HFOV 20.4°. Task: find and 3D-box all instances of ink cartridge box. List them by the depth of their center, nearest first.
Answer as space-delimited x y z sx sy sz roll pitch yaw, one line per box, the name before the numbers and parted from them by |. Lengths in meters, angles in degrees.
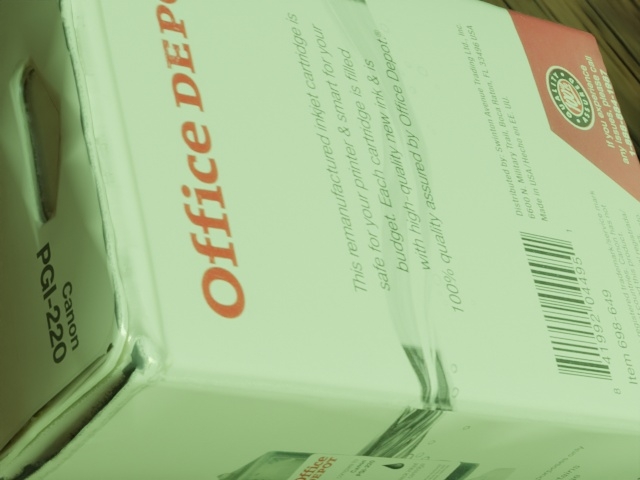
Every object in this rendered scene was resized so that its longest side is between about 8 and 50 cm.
ink cartridge box | 0.000 0.000 0.534 0.218 0.092 0.158 11 53 -38
